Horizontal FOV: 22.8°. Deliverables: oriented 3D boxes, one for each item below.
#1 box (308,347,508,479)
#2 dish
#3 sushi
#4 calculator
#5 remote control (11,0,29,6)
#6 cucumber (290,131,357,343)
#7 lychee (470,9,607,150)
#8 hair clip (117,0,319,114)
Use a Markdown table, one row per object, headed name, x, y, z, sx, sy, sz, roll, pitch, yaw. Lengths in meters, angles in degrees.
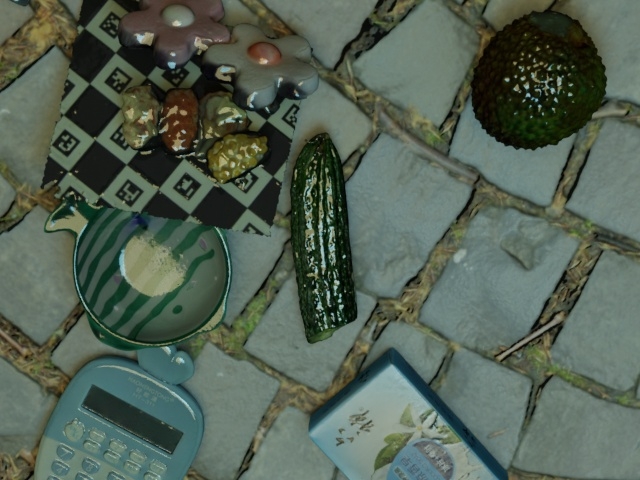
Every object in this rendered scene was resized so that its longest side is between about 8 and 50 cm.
| name | x | y | z | sx | sy | sz | roll | pitch | yaw |
| --- | --- | --- | --- | --- | --- | --- | --- | --- | --- |
| box | 0.112 | 0.270 | 1.998 | 0.142 | 0.083 | 0.232 | -41 | 98 | 10 |
| dish | -0.217 | 0.020 | 1.966 | 0.246 | 0.078 | 0.224 | 38 | 100 | -6 |
| sushi | -0.174 | -0.154 | 1.902 | 0.290 | 0.050 | 0.264 | 13 | 81 | 0 |
| calculator | -0.255 | 0.254 | 2.032 | 0.188 | 0.042 | 0.303 | 29 | 101 | -2 |
| remote control | -0.318 | -0.470 | 1.893 | 0.107 | 0.044 | 0.378 | 29 | 101 | 3 |
| cucumber | -0.001 | 0.000 | 1.959 | 0.077 | 0.077 | 0.265 | -7 | 98 | 4 |
| lychee | 0.255 | -0.181 | 1.874 | 0.171 | 0.171 | 0.171 | 0 | 101 | 2 |
| hair clip | -0.118 | -0.226 | 1.881 | 0.257 | 0.146 | 0.075 | 32 | 144 | 10 |
